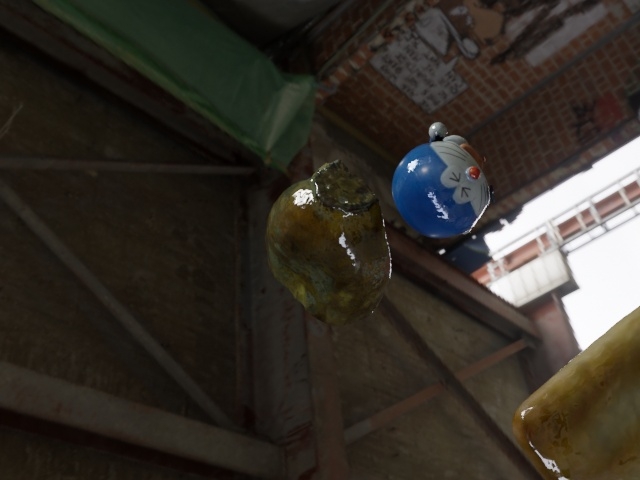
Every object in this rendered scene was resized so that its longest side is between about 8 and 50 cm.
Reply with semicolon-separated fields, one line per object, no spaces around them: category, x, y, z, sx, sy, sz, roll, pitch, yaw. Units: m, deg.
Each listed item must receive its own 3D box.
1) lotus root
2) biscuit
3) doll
lotus root;0.010;0.002;1.296;0.149;0.260;0.267;-29;-111;-28
biscuit;0.351;0.183;0.687;0.291;0.062;0.237;-36;-96;-15
doll;0.222;-0.097;1.223;0.215;0.161;0.257;67;-155;-13
